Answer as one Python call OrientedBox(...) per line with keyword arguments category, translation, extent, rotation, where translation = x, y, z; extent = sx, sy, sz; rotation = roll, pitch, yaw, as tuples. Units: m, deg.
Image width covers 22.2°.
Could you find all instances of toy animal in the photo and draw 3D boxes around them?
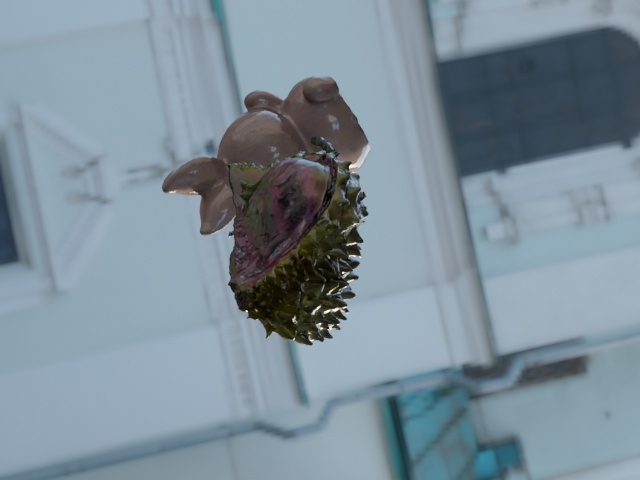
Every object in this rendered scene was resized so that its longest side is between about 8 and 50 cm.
OrientedBox(category="toy animal", translation=(-0.062, -0.083, 1.637), extent=(0.124, 0.212, 0.124), rotation=(57, -12, 20))

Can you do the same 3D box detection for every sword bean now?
OrientedBox(category="sword bean", translation=(0.003, -0.086, 1.484), extent=(0.083, 0.012, 0.012), rotation=(-131, -148, -74))

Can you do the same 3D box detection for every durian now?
OrientedBox(category="durian", translation=(0.002, -0.003, 1.258), extent=(0.119, 0.108, 0.187), rotation=(37, 25, -27))
